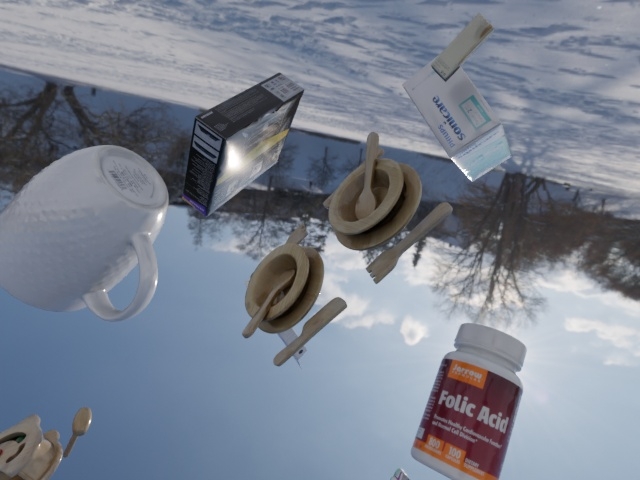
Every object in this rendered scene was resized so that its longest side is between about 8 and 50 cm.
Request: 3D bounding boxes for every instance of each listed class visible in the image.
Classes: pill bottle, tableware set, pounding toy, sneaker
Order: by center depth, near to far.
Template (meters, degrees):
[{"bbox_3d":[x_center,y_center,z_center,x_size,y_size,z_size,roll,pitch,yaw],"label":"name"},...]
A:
[{"bbox_3d":[0.000,0.000,0.344,0.039,0.194,0.128,39,-168,-36],"label":"tableware set"},{"bbox_3d":[-0.632,0.496,0.879,0.269,0.155,0.154,-30,-151,-7],"label":"pounding toy"},{"bbox_3d":[0.195,0.624,0.999,0.069,0.038,0.098,32,-134,32],"label":"sneaker"},{"bbox_3d":[0.415,0.445,1.103,0.223,0.393,0.224,23,161,8],"label":"pill bottle"}]

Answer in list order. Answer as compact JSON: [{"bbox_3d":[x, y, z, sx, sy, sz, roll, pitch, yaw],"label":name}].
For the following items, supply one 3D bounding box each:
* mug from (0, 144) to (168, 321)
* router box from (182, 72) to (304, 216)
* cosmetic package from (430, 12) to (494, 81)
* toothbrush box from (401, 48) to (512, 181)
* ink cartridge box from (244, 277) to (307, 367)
[{"bbox_3d":[-0.483,-0.002,0.880,0.374,0.328,0.276,58,-159,11],"label":"mug"},{"bbox_3d":[-0.181,-0.231,0.956,0.081,0.243,0.309,36,-133,5],"label":"router box"},{"bbox_3d":[0.265,-0.359,0.758,0.041,0.115,0.060,46,-155,1],"label":"cosmetic package"},{"bbox_3d":[0.342,-0.286,0.981,0.295,0.126,0.217,6,-126,-59],"label":"toothbrush box"},{"bbox_3d":[-0.117,0.225,1.112,0.045,0.208,0.206,-33,-134,-14],"label":"ink cartridge box"}]
